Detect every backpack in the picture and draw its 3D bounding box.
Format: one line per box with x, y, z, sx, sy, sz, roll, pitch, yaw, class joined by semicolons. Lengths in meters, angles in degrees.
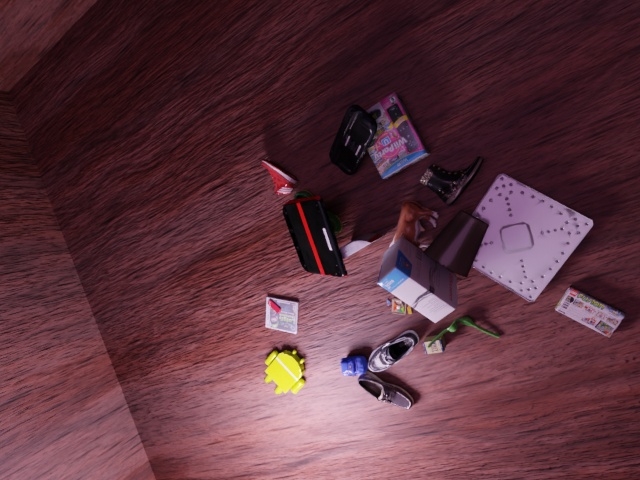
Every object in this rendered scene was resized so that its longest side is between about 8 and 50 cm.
0.165;0.618;2.000;0.120;0.101;0.097;-15;80;27;backpack

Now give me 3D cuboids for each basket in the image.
0.568;0.002;1.672;0.205;0.154;0.226;30;105;11;basket

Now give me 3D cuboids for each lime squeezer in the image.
0.607;0.393;1.784;0.311;0.059;0.109;-9;86;0;lime squeezer

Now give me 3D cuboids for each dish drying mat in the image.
-0.248;0.355;2.186;0.083;0.008;0.032;40;110;15;dish drying mat

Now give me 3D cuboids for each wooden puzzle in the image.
0.371;0.312;1.924;0.117;0.014;0.078;-1;96;25;wooden puzzle

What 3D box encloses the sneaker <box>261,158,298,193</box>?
-0.232;-0.312;2.075;0.221;0.087;0.128;36;108;17;sneaker

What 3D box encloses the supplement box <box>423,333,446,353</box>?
0.515;0.466;1.841;0.083;0.083;0.056;-17;89;25;supplement box

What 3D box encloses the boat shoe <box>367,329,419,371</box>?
0.332;0.534;1.921;0.301;0.102;0.108;-39;80;23;boat shoe

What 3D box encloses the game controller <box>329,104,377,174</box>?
0.141;-0.443;1.837;0.166;0.067;0.319;40;139;12;game controller

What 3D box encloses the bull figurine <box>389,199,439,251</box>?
0.407;-0.019;1.819;0.189;0.101;0.310;13;108;15;bull figurine

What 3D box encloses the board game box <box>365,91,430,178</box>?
0.313;-0.458;1.807;0.224;0.098;0.303;-29;85;25;board game box

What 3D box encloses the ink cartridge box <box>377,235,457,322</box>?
0.410;0.162;1.710;0.308;0.223;0.129;35;127;-8;ink cartridge box

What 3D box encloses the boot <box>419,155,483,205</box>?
0.551;-0.287;1.728;0.179;0.085;0.236;40;111;17;boot

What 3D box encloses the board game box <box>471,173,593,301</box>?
0.801;-0.013;1.670;0.390;0.050;0.389;34;109;16;board game box

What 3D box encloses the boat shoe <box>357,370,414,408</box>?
0.305;0.732;1.964;0.285;0.092;0.102;27;108;20;boat shoe

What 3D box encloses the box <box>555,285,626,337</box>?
1.055;0.277;1.601;0.207;0.036;0.114;30;108;18;box

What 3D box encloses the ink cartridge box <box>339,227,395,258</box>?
0.212;-0.008;1.859;0.232;0.189;0.066;-35;87;24;ink cartridge box

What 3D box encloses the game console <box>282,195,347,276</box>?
-0.030;-0.014;1.919;0.342;0.060;0.386;-1;112;54;game console

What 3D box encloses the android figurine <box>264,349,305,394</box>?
-0.189;0.703;2.202;0.248;0.056;0.272;42;111;14;android figurine

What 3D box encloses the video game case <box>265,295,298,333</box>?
-0.207;0.398;2.190;0.191;0.022;0.173;7;100;23;video game case

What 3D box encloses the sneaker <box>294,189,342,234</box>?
-0.024;-0.127;1.984;0.295;0.123;0.109;43;111;13;sneaker
